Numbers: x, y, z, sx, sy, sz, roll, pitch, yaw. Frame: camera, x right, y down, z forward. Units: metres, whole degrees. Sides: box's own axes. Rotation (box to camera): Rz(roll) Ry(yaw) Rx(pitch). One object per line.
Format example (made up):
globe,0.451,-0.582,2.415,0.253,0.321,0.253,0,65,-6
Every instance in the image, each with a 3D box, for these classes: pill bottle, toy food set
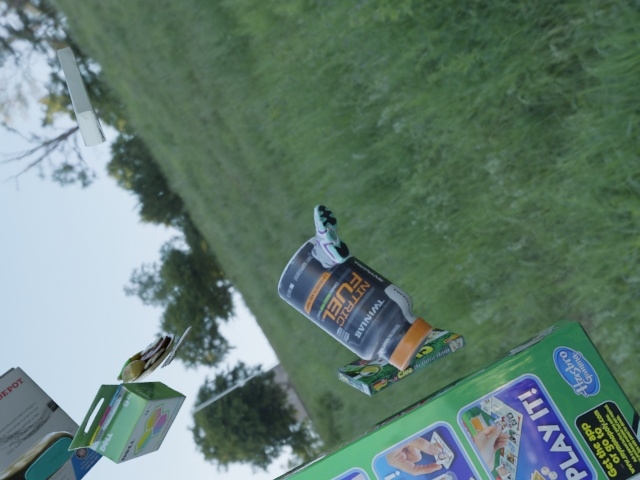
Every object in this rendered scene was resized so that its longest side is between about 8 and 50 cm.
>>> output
pill bottle,0.061,0.107,1.012,0.245,0.130,0.130,34,178,18
toy food set,-0.342,0.229,1.221,0.038,0.192,0.132,48,-148,-15

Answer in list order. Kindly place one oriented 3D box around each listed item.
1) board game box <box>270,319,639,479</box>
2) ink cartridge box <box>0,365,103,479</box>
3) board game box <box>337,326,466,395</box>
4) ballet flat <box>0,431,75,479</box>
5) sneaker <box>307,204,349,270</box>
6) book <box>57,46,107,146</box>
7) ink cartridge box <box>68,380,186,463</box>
board game box,0.114,0.230,0.298,0.317,0.213,0.046,61,-176,12
ink cartridge box,-0.897,0.618,1.833,0.395,0.166,0.285,47,-152,-3
board game box,0.178,0.258,1.356,0.136,0.259,0.030,11,119,61
ballet flat,-0.547,0.438,1.112,0.232,0.073,0.080,-40,-61,-42
sneaker,0.000,0.000,0.951,0.038,0.069,0.098,-3,-115,-41
book,-0.355,-0.208,0.912,0.144,0.035,0.096,145,106,-74
ink cartridge box,-0.304,0.292,0.997,0.062,0.109,0.209,25,173,14
